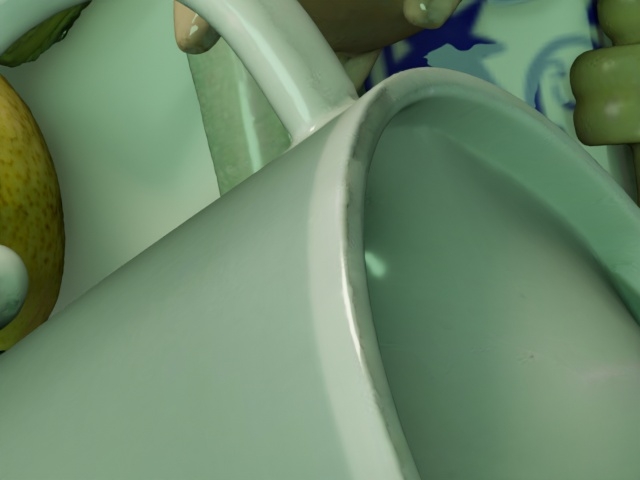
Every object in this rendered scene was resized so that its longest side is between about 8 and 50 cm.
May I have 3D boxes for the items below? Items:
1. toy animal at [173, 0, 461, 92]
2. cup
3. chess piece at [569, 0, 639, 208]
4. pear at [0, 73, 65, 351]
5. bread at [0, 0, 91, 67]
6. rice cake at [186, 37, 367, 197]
[{"bbox_3d":[0.037,-0.159,0.517,0.166,0.250,0.154,16,68,-24],"label":"toy animal"},{"bbox_3d":[-0.036,0.080,0.482,0.274,0.259,0.356,-33,89,28],"label":"cup"},{"bbox_3d":[0.154,-0.065,0.584,0.117,0.117,0.397,-4,94,10],"label":"chess piece"},{"bbox_3d":[-0.193,-0.012,0.615,0.178,0.178,0.178,1,96,9],"label":"pear"},{"bbox_3d":[-0.145,-0.149,0.628,0.114,0.111,0.129,38,105,-4],"label":"bread"},{"bbox_3d":[-0.001,-0.001,0.648,0.080,0.042,0.221,-13,93,12],"label":"rice cake"}]
